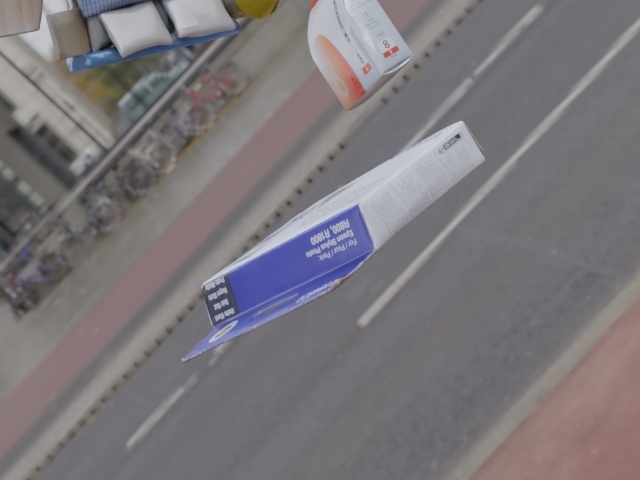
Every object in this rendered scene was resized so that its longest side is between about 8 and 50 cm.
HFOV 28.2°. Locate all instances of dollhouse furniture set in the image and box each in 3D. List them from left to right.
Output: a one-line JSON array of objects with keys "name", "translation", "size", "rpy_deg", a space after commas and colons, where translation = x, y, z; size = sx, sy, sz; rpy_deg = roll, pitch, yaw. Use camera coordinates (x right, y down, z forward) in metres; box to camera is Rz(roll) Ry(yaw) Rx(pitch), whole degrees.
[{"name": "dollhouse furniture set", "translation": [-0.163, -0.269, 0.900], "size": [0.303, 0.286, 0.198], "rpy_deg": [-18, 11, -33]}]

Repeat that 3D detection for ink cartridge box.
[{"name": "ink cartridge box", "translation": [0.000, 0.000, 1.061], "size": [0.223, 0.045, 0.224], "rpy_deg": [-28, 8, 45]}, {"name": "ink cartridge box", "translation": [0.008, -0.223, 1.239], "size": [0.045, 0.179, 0.145], "rpy_deg": [-37, 1, -15]}]
